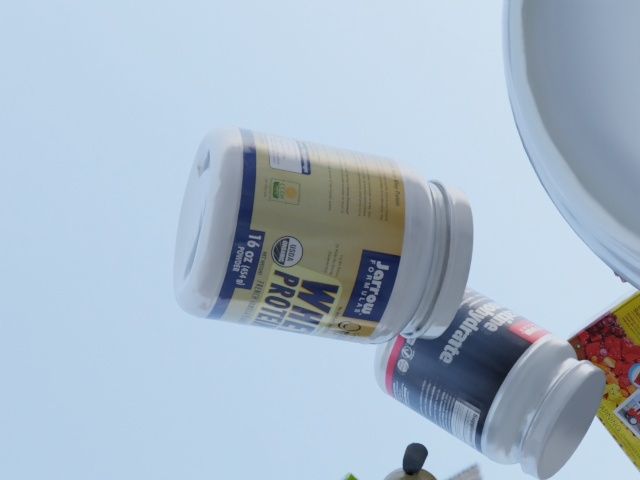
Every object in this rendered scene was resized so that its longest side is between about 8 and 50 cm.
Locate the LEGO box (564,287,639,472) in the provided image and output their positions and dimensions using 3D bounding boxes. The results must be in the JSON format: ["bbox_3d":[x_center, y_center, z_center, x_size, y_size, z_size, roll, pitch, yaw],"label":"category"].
[{"bbox_3d":[0.646,0.242,1.710,0.500,0.372,0.193,52,-146,7],"label":"LEGO box"}]

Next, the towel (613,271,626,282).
[{"bbox_3d":[0.236,-0.103,0.760,0.199,0.031,0.275,-49,-38,-10],"label":"towel"}]

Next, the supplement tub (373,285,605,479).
[{"bbox_3d":[0.227,0.184,1.607,0.191,0.272,0.191,-37,-37,-35],"label":"supplement tub"}]

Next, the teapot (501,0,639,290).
[{"bbox_3d":[0.202,-0.080,0.423,0.187,0.256,0.253,6,-128,-52],"label":"teapot"}]

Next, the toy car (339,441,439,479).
[{"bbox_3d":[0.104,0.341,1.480,0.155,0.188,0.149,40,-148,1],"label":"toy car"}]

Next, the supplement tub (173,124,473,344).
[{"bbox_3d":[0.000,0.000,1.401,0.316,0.228,0.228,10,-97,-15],"label":"supplement tub"}]
